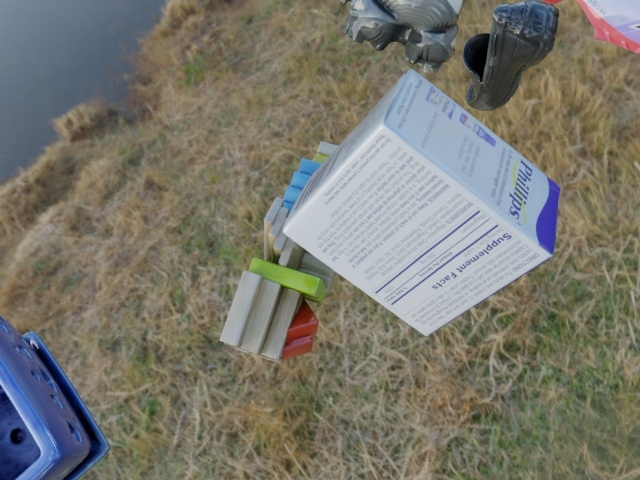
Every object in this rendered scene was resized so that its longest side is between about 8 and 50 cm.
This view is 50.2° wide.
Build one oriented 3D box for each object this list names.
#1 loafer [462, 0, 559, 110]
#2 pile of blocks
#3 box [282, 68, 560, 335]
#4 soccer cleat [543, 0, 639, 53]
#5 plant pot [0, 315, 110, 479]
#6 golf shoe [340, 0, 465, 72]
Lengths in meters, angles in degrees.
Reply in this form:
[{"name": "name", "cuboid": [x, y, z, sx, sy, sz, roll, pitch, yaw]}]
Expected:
[{"name": "loafer", "cuboid": [0.204, -0.215, 0.801, 0.078, 0.223, 0.076, 13, 80, 0]}, {"name": "pile of blocks", "cuboid": [0.000, 0.000, 0.854, 0.112, 0.149, 0.362, 17, 55, 9]}, {"name": "box", "cuboid": [0.068, -0.020, 0.469, 0.126, 0.137, 0.072, -44, 14, 44]}, {"name": "soccer cleat", "cuboid": [0.416, -0.272, 0.852, 0.116, 0.108, 0.318, -51, 58, 24]}, {"name": "plant pot", "cuboid": [-0.411, 0.238, 0.825, 0.236, 0.212, 0.236, -39, 74, -4]}, {"name": "golf shoe", "cuboid": [0.051, -0.170, 0.396, 0.077, 0.094, 0.198, 12, 29, -16]}]
